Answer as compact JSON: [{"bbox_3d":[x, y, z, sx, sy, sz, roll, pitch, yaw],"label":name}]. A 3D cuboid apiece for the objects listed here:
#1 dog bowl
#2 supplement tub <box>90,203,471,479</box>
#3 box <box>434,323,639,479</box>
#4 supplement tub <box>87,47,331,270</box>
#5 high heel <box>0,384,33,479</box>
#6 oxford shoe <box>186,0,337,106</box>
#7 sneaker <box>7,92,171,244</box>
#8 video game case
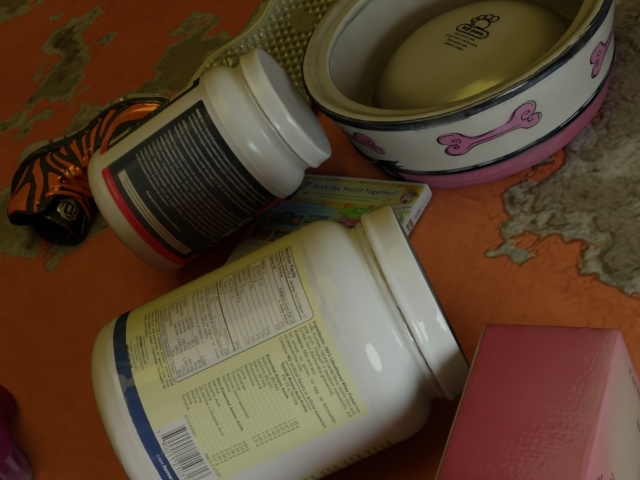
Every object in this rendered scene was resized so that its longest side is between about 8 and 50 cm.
[{"bbox_3d":[0.189,-0.234,1.351,0.408,0.150,0.408,-18,40,16],"label":"dog bowl"},{"bbox_3d":[-0.034,0.122,1.041,0.325,0.235,0.235,-26,39,5],"label":"supplement tub"},{"bbox_3d":[0.186,0.204,0.883,0.127,0.148,0.232,0,48,31],"label":"box"},{"bbox_3d":[-0.143,-0.103,1.357,0.272,0.191,0.191,-33,38,13],"label":"supplement tub"},{"bbox_3d":[-0.434,0.209,1.294,0.082,0.117,0.244,-36,39,-7],"label":"high heel"},{"bbox_3d":[-0.076,-0.257,1.572,0.449,0.169,0.130,-60,6,-21],"label":"oxford shoe"},{"bbox_3d":[-0.335,-0.092,1.570,0.321,0.124,0.180,-23,42,26],"label":"sneaker"},{"bbox_3d":[0.000,0.000,1.318,0.227,0.026,0.206,7,52,38],"label":"video game case"}]
